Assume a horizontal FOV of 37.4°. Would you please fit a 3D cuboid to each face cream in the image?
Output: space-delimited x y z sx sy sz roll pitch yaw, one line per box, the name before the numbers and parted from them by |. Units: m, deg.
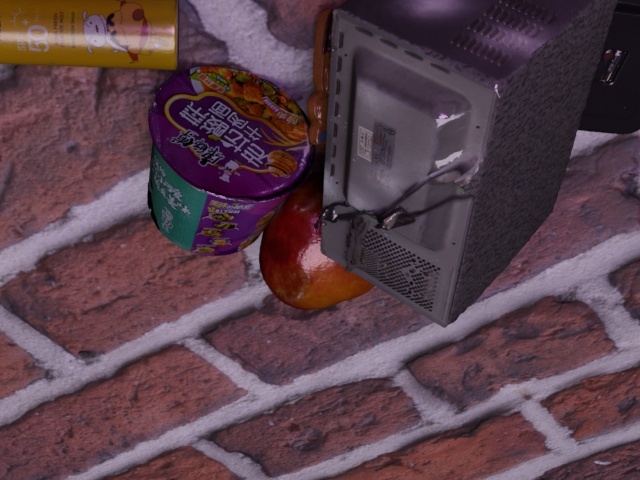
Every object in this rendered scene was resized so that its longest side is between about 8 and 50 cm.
face cream | -0.369 -0.289 1.285 0.348 0.105 0.105 1 137 -7

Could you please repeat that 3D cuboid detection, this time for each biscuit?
biscuit | 0.045 -0.206 1.400 0.043 0.183 0.280 13 125 38

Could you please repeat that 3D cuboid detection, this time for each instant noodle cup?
instant noodle cup | -0.152 -0.107 1.425 0.251 0.251 0.190 9 144 -16

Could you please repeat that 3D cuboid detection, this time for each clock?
clock | 0.417 -0.276 1.431 0.273 0.049 0.279 4 136 -11

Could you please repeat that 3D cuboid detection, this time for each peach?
peach | 0.000 0.000 1.560 0.243 0.199 0.243 -21 132 -24

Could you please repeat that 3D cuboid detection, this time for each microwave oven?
microwave oven | 0.182 -0.152 1.288 0.236 0.374 0.432 32 144 24
